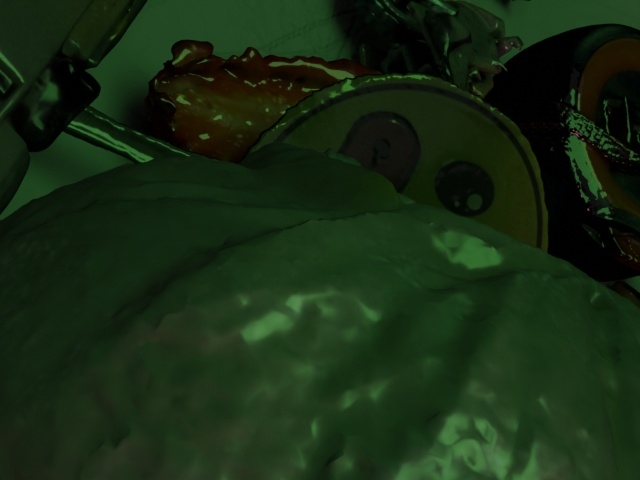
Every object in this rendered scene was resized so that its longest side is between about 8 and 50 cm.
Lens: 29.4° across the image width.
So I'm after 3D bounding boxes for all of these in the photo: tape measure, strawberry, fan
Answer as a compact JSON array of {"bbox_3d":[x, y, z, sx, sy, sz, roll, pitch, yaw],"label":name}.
[{"bbox_3d":[0.227,-0.067,0.963,0.223,0.135,0.202,4,76,-40],"label":"tape measure"},{"bbox_3d":[-0.025,-0.058,0.739,0.188,0.082,0.121,16,58,-24],"label":"strawberry"},{"bbox_3d":[0.000,0.000,0.687,0.335,0.011,0.229,25,92,-23],"label":"fan"}]

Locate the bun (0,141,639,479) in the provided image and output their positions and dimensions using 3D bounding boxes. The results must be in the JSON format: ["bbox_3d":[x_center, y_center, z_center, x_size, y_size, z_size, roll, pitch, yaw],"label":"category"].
[{"bbox_3d":[0.016,0.086,0.490,0.362,0.362,0.211,31,91,-33],"label":"bun"}]

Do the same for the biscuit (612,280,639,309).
[{"bbox_3d":[0.272,0.084,1.022,0.083,0.018,0.081,31,50,-32],"label":"biscuit"}]

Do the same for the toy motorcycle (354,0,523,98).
[{"bbox_3d":[0.097,-0.103,0.872,0.130,0.094,0.229,10,55,-43],"label":"toy motorcycle"}]

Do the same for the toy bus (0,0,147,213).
[{"bbox_3d":[-0.155,-0.121,0.590,0.112,0.138,0.317,51,40,-23],"label":"toy bus"}]
